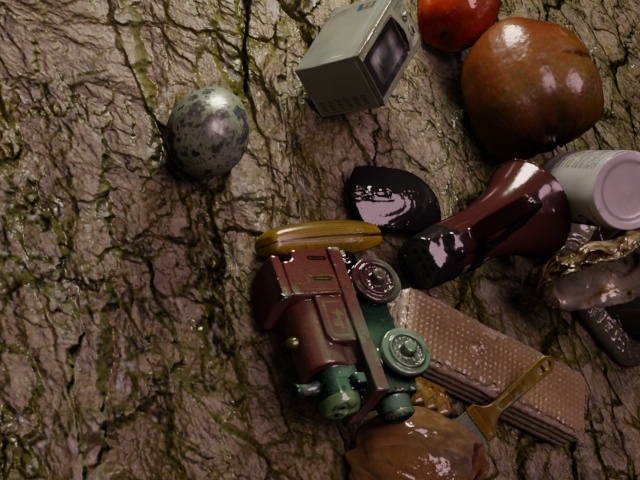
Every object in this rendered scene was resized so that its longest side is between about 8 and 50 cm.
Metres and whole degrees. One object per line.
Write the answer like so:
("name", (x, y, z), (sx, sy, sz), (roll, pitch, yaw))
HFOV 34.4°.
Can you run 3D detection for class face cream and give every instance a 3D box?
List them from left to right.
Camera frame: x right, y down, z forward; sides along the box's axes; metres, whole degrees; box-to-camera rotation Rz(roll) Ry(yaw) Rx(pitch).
("face cream", (0.496, -0.101, 1.989), (0.145, 0.369, 0.145), (-1, 94, -14))

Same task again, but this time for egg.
("egg", (-0.178, -0.177, 1.652), (0.132, 0.132, 0.172), (33, 42, -18))

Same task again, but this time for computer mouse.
("computer mouse", (0.143, -0.070, 1.865), (0.217, 0.073, 0.122), (6, 64, -32))

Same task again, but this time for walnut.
("walnut", (0.160, 0.346, 1.625), (0.204, 0.141, 0.238), (52, 46, 4))

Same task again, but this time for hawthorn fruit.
("hawthorn fruit", (0.277, -0.476, 2.111), (0.189, 0.189, 0.189), (16, 59, -29))
("hawthorn fruit", (0.407, -0.317, 2.058), (0.267, 0.268, 0.301), (-6, 65, -37))

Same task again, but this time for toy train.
("toy train", (0.032, 0.150, 1.605), (0.221, 0.150, 0.304), (-2, 54, -28))

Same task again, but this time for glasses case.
("glasses case", (0.000, 0.000, 1.722), (0.234, 0.079, 0.064), (-5, 80, -37))

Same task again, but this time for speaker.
("speaker", (0.318, -0.011, 1.826), (0.329, 0.259, 0.198), (-27, 111, -45))

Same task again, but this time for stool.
("stool", (0.656, 0.046, 2.074), (0.310, 0.226, 0.310), (49, 49, -7))

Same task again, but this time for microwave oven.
("microwave oven", (0.074, -0.334, 1.890), (0.129, 0.163, 0.205), (56, 45, -31))

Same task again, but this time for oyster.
("oyster", (0.502, 0.036, 1.828), (0.204, 0.396, 0.111), (34, 42, -53))

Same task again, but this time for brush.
("brush", (0.316, 0.274, 1.759), (0.218, 0.010, 0.082), (-40, 113, -4))

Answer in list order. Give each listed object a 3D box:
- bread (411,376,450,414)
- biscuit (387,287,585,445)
("bread", (0.159, 0.256, 1.715), (0.110, 0.066, 0.060), (27, 98, -35))
("biscuit", (0.291, 0.222, 1.819), (0.426, 0.078, 0.144), (27, 53, -23))
